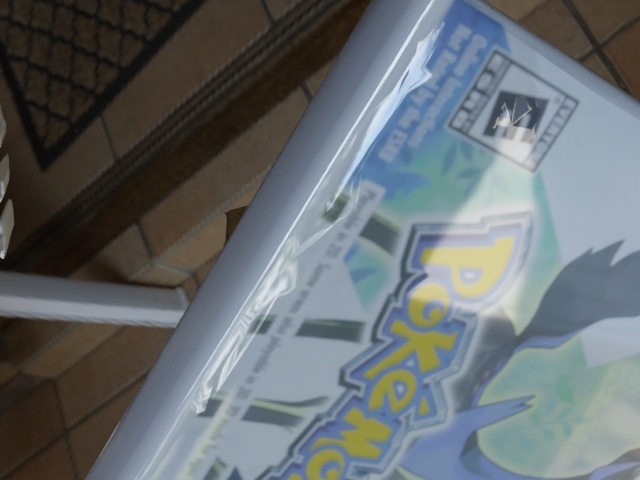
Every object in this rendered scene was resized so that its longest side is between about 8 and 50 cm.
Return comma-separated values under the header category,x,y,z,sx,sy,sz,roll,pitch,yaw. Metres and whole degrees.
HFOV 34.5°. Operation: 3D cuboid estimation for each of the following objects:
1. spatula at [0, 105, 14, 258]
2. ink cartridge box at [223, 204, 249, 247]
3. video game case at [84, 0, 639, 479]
category,x,y,z,sx,sy,sz,roll,pitch,yaw
spatula,-0.343,-0.035,1.063,0.242,0.019,0.168,-103,17,-61
ink cartridge box,0.000,0.000,1.099,0.193,0.235,0.088,-15,101,-2
video game case,0.063,0.098,0.434,0.329,0.300,0.036,-58,32,14
